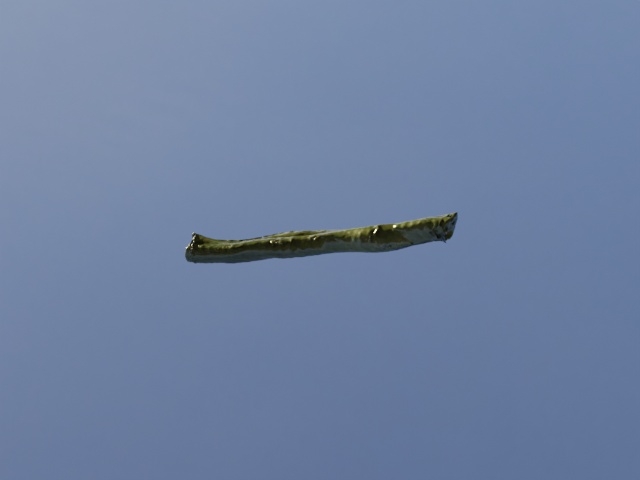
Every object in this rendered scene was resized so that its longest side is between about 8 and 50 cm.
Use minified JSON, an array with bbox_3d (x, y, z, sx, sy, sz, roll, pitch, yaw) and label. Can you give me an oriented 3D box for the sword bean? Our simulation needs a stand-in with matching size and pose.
[{"bbox_3d":[0.000,0.000,0.529,0.083,0.012,0.012,-5,-145,19],"label":"sword bean"}]
